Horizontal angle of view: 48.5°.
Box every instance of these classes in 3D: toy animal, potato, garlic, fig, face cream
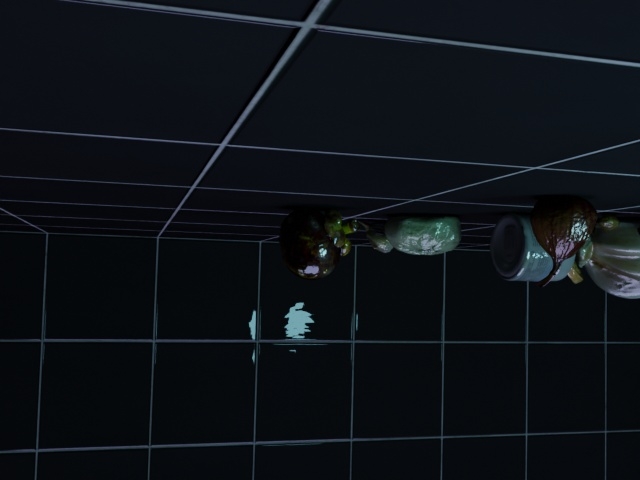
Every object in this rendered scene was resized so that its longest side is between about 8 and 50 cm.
[{"bbox_3d":[0.184,-0.030,2.177,0.098,0.137,0.098,-36,-170,7],"label":"toy animal"},{"bbox_3d":[0.737,-0.046,1.807,0.046,0.045,0.092,39,-169,23],"label":"potato"},{"bbox_3d":[0.861,0.054,1.961,0.325,0.132,0.279,10,147,15],"label":"garlic"},{"bbox_3d":[0.504,0.004,1.505,0.146,0.201,0.134,13,179,-44],"label":"fig"},{"bbox_3d":[0.548,0.019,1.850,0.153,0.177,0.177,2,177,-19],"label":"face cream"}]

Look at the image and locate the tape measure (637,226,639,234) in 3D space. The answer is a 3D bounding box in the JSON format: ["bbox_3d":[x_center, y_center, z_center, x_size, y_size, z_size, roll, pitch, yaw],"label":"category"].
[{"bbox_3d":[0.879,-0.019,1.712,0.181,0.107,0.182,7,178,36],"label":"tape measure"}]

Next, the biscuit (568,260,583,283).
[{"bbox_3d":[0.685,0.028,2.027,0.044,0.202,0.289,-36,170,19],"label":"biscuit"}]

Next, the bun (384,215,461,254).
[{"bbox_3d":[0.288,-0.014,1.997,0.221,0.108,0.221,1,177,0],"label":"bun"}]

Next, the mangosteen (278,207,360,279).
[{"bbox_3d":[0.000,0.000,1.848,0.217,0.192,0.192,-17,177,0],"label":"mangosteen"}]

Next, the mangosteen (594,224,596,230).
[{"bbox_3d":[0.829,0.002,2.108,0.140,0.140,0.140,1,177,0],"label":"mangosteen"}]
